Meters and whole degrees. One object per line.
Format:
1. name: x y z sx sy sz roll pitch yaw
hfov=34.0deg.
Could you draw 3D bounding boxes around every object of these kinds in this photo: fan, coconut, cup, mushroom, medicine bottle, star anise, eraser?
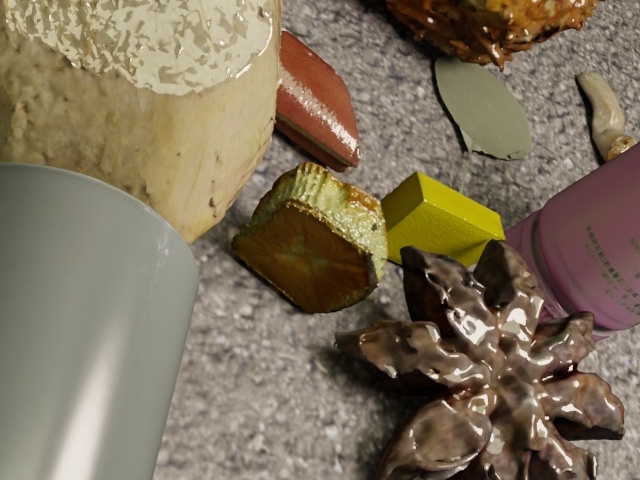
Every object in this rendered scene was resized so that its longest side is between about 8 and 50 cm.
1. fan: 0.197 -0.135 1.337 0.182 0.010 0.310 40 40 -13
2. coconut: -0.171 -0.125 0.807 0.297 0.254 0.297 6 40 -5
3. cup: -0.204 0.128 0.646 0.205 0.205 0.312 29 47 -24
4. mushroom: 0.427 -0.183 1.554 0.059 0.054 0.202 24 43 -34
5. medicine bottle: 0.347 -0.001 1.168 0.178 0.291 0.178 23 49 -29
6. star anise: 0.171 0.143 1.019 0.332 0.118 0.331 7 74 -25
7. eraser: 0.119 -0.012 1.116 0.122 0.097 0.045 22 43 -30

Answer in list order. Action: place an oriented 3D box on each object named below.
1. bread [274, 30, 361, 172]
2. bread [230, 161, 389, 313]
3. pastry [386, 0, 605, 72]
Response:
1. bread: -0.029 -0.165 1.110 0.192 0.067 0.119 35 44 -20
2. bread: 0.000 0.000 0.976 0.140 0.128 0.069 36 48 -15
3. pastry: 0.208 -0.395 1.325 0.337 0.292 0.405 61 31 -6
